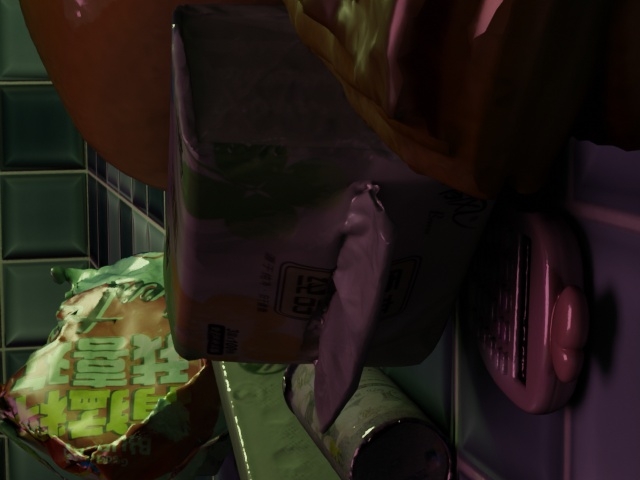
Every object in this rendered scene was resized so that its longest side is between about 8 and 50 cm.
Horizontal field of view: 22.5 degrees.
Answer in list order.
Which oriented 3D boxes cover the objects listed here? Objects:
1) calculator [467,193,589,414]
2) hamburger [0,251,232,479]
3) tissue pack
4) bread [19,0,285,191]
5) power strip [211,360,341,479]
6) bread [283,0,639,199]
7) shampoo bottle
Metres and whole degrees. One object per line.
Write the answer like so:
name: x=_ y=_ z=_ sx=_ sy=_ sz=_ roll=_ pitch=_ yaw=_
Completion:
calculator: x=0.102 y=0.030 z=0.791 sx=0.166 sy=0.024 sz=0.103 roll=-136 pitch=46 yaw=-74
hamburger: x=-0.184 y=0.147 z=1.640 sx=0.276 sy=0.260 sz=0.150 roll=-63 pitch=-30 yaw=-30
tissue pack: x=0.000 y=0.000 z=0.832 sx=0.229 sy=0.159 sz=0.145 roll=102 pitch=166 yaw=-60
bread: x=-0.062 y=-0.226 z=0.955 sx=0.348 sy=0.253 sz=0.376 roll=106 pitch=159 yaw=-61
power strip: x=-0.022 y=0.130 z=1.170 sx=0.385 sy=0.091 sz=0.062 roll=-110 pitch=17 yaw=-53
bread: x=0.095 y=-0.190 z=0.490 sx=0.277 sy=0.167 sz=0.324 roll=-119 pitch=39 yaw=-63
shampoo bottle: x=0.023 y=0.112 z=1.036 sx=0.214 sy=0.072 sz=0.072 roll=-140 pitch=49 yaw=-71
